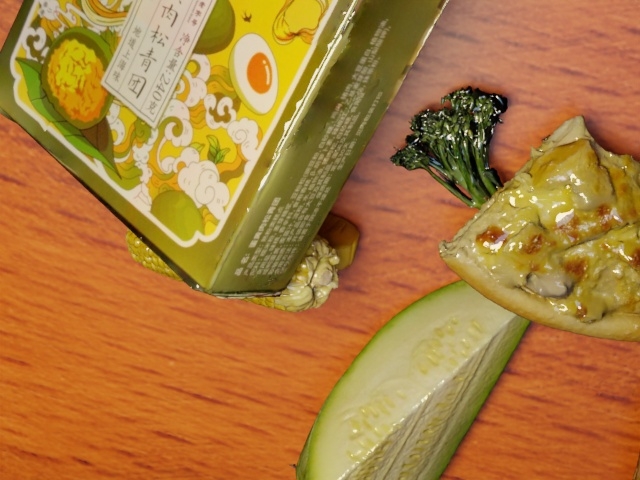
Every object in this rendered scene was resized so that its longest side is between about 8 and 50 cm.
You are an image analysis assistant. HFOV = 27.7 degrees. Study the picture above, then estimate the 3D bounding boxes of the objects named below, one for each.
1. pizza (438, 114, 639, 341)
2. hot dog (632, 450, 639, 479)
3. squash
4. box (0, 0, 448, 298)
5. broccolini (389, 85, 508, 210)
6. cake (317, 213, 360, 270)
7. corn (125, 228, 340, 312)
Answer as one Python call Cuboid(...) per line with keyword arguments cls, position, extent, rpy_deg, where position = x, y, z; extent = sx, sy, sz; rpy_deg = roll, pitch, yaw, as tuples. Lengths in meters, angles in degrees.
Cuboid(cls="pizza", position=(0.297, -0.004, 1.346), extent=(0.323, 0.089, 0.223), rpy_deg=(15, 103, -12))
Cuboid(cls="hot dog", position=(0.422, 0.244, 1.421), extent=(0.160, 0.099, 0.227), rpy_deg=(6, 104, 4))
Cuboid(cls="squash", position=(0.089, 0.145, 1.409), extent=(0.111, 0.203, 0.288), rpy_deg=(42, 116, 39))
Cuboid(cls="box", position=(-0.101, -0.212, 1.238), extent=(0.373, 0.138, 0.420), rpy_deg=(40, 111, 30))
Cuboid(cls="broccolini", position=(0.216, -0.071, 1.383), extent=(0.271, 0.062, 0.123), rpy_deg=(29, 112, -10))
Cuboid(cls="cake", position=(0.000, 0.000, 1.404), extent=(0.084, 0.084, 0.044), rpy_deg=(11, 115, 3))
Cuboid(cls="corn", position=(-0.096, 0.015, 1.371), extent=(0.260, 0.091, 0.091), rpy_deg=(14, 69, 33))
